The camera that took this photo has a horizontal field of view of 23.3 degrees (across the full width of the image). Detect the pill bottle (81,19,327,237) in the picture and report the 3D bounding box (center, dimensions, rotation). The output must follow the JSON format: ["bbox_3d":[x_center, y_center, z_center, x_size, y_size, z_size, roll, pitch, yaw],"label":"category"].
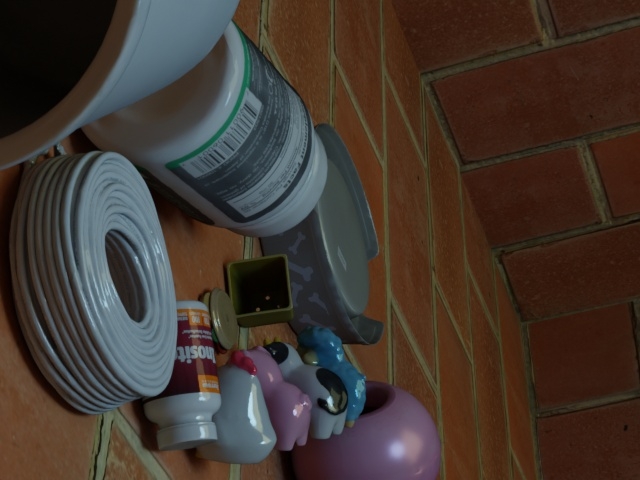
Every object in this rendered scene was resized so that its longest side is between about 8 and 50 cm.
[{"bbox_3d":[-0.126,-0.133,1.805,0.361,0.204,0.204,43,36,-66],"label":"pill bottle"}]

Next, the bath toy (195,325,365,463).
[{"bbox_3d":[-0.062,0.182,1.902,0.348,0.151,0.129,-8,105,-68],"label":"bath toy"}]

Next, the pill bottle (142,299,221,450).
[{"bbox_3d":[-0.154,0.147,1.680,0.086,0.086,0.152,32,46,-70],"label":"pill bottle"}]

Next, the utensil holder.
[{"bbox_3d":[-0.245,-0.239,1.239,0.385,0.328,0.327,-52,127,-75],"label":"utensil holder"}]

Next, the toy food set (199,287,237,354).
[{"bbox_3d":[-0.126,0.100,1.955,0.083,0.020,0.082,-46,121,-73],"label":"toy food set"}]

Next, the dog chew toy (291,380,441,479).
[{"bbox_3d":[0.076,0.365,2.153,0.206,0.207,0.331,-70,153,-65],"label":"dog chew toy"}]

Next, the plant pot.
[{"bbox_3d":[-0.074,0.075,2.063,0.083,0.081,0.081,70,12,-65],"label":"plant pot"}]

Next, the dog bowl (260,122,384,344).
[{"bbox_3d":[0.000,0.000,2.359,0.349,0.102,0.348,-14,90,-75],"label":"dog bowl"}]

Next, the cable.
[{"bbox_3d":[-0.217,0.039,1.531,0.257,0.089,0.257,-85,157,-50],"label":"cable"}]
